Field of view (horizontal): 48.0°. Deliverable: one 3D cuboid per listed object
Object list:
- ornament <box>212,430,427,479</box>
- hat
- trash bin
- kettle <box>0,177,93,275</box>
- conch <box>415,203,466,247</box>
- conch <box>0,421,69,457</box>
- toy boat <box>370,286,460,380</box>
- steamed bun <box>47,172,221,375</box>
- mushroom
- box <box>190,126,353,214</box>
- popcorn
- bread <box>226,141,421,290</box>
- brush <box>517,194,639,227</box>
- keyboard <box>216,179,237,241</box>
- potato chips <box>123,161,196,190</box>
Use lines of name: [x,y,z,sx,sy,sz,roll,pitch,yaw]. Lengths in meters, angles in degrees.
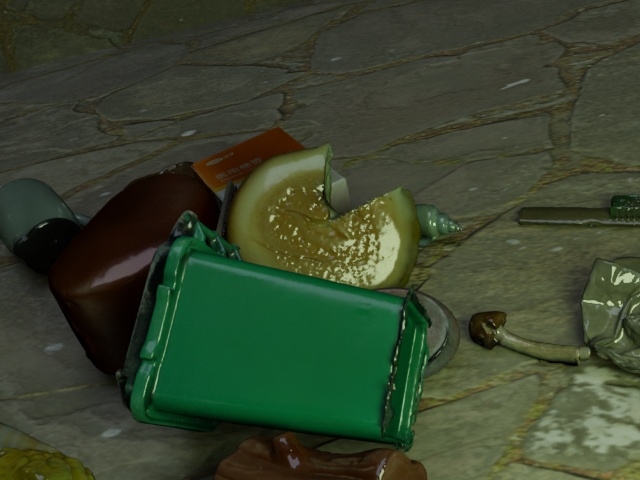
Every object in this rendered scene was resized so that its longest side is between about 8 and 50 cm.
ornament: [-0.005,0.323,0.815,0.217,0.221,0.235,2,19,35]
hat: [0.510,0.117,1.037,0.244,0.149,0.214,12,16,-24]
trash bin: [-0.050,0.139,1.004,0.380,0.259,0.295,7,74,19]
kettle: [-0.600,-0.027,1.611,0.221,0.161,0.236,-1,22,-38]
conch: [0.197,-0.025,1.370,0.180,0.088,0.065,10,-2,42]
conch: [-0.497,0.328,1.074,0.254,0.127,0.158,-6,35,13]
toy boat: [0.104,0.154,1.115,0.227,0.085,0.155,-10,65,18]
steamed bun: [-0.286,0.047,1.291,0.248,0.235,0.379,-5,33,20]
mushroom: [0.312,0.147,1.076,0.187,0.060,0.061,14,45,32]
box: [-0.102,-0.090,1.496,0.224,0.144,0.341,-26,37,-15]
popcorn: [-0.406,0.379,0.937,0.200,0.203,0.226,2,0,35]
bread: [0.000,0.000,1.241,0.332,0.333,0.160,-16,-5,0]
brush: [0.501,-0.052,1.295,0.282,0.048,0.054,1,35,24]
keyboard: [-0.164,-0.040,1.288,0.017,0.055,0.166,-10,41,13]
potato chips: [-0.360,-0.112,1.701,0.195,0.062,0.208,-2,35,10]
